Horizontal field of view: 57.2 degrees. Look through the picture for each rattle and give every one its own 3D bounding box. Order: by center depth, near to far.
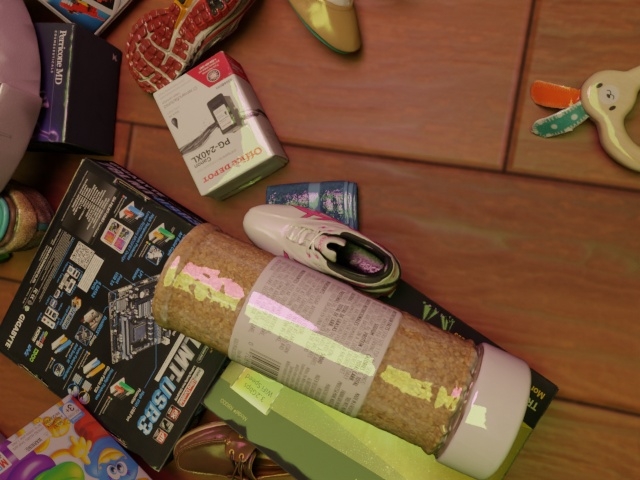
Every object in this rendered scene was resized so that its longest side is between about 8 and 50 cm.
[{"bbox_3d":[0.330,-0.138,0.611,0.199,0.143,0.130,19,112,6],"label":"rattle"}]

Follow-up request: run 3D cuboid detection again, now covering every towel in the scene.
[{"bbox_3d":[-0.012,-0.041,0.738,0.119,0.029,0.067,-2,88,13],"label":"towel"}]

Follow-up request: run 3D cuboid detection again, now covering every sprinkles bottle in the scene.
[{"bbox_3d":[0.016,0.102,0.579,0.355,0.121,0.121,23,95,9],"label":"sprinkles bottle"}]

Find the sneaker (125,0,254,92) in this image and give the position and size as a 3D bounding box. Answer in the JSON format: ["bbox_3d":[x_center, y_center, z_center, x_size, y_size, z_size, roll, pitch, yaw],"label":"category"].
[{"bbox_3d":[-0.159,-0.266,0.749,0.225,0.093,0.088,-32,89,27],"label":"sneaker"}]

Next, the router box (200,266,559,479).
[{"bbox_3d":[0.063,0.175,0.664,0.309,0.081,0.243,34,81,11],"label":"router box"}]

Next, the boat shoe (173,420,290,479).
[{"bbox_3d":[-0.091,0.259,0.712,0.178,0.060,0.064,-2,108,-4],"label":"boat shoe"}]

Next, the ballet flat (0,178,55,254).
[{"bbox_3d":[-0.517,-0.065,0.809,0.348,0.123,0.123,19,94,15],"label":"ballet flat"}]

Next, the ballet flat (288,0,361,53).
[{"bbox_3d":[-0.019,-0.330,0.709,0.232,0.080,0.073,52,138,9],"label":"ballet flat"}]

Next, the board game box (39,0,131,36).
[{"bbox_3d":[-0.328,-0.404,0.680,0.193,0.305,0.053,-42,51,9],"label":"board game box"}]

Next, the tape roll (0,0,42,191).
[{"bbox_3d":[-0.524,-0.192,0.721,0.392,0.072,0.392,-1,87,15],"label":"tape roll"}]

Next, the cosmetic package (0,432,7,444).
[{"bbox_3d":[-0.482,0.330,0.792,0.238,0.127,0.107,39,98,12],"label":"cosmetic package"}]

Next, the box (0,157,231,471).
[{"bbox_3d":[-0.242,0.091,0.766,0.293,0.073,0.295,31,98,9],"label":"box"}]

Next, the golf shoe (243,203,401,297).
[{"bbox_3d":[0.000,0.000,0.626,0.186,0.086,0.067,21,78,11],"label":"golf shoe"}]

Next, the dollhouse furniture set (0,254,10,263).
[{"bbox_3d":[-0.520,0.058,0.854,0.076,0.058,0.151,48,118,1],"label":"dollhouse furniture set"}]

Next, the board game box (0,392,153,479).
[{"bbox_3d":[-0.285,0.353,0.706,0.275,0.144,0.142,46,118,2],"label":"board game box"}]

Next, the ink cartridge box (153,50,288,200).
[{"bbox_3d":[-0.125,-0.142,0.746,0.109,0.063,0.150,-28,84,11],"label":"ink cartridge box"}]

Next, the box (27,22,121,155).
[{"bbox_3d":[-0.388,-0.199,0.783,0.207,0.108,0.153,4,90,13],"label":"box"}]
